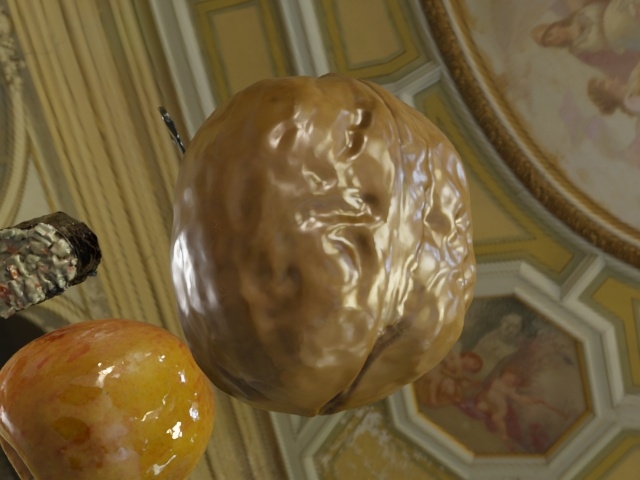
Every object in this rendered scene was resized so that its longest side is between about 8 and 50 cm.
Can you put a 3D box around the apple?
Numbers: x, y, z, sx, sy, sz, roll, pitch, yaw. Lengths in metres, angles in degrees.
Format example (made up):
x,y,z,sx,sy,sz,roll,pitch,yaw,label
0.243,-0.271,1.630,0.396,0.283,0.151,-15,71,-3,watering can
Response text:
x,y,z,sx,sy,sz,roll,pitch,yaw,label
-0.304,0.247,1.251,0.299,0.275,0.299,35,-33,27,apple

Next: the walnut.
x,y,z,sx,sy,sz,roll,pitch,yaw,label
0.000,0.000,1.015,0.307,0.354,0.398,-9,-110,48,walnut

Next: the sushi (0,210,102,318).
x,y,z,sx,sy,sz,roll,pitch,yaw,label
-0.308,0.026,0.918,0.150,0.078,0.091,-20,-81,17,sushi

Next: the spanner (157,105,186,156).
x,y,z,sx,sy,sz,roll,pitch,yaw,label
-0.159,-0.084,1.150,0.012,0.046,0.209,-29,-90,-10,spanner
